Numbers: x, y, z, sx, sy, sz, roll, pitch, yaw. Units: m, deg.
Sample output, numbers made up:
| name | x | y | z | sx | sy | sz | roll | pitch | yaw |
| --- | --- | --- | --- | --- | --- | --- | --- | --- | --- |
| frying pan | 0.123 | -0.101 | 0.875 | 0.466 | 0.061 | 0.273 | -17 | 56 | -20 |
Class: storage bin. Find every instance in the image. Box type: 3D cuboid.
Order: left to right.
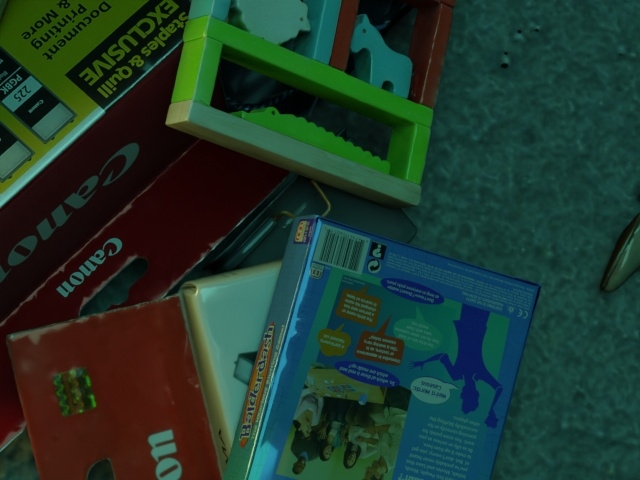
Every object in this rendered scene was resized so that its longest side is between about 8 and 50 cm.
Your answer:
| name | x | y | z | sx | sy | sz | roll | pitch | yaw |
| --- | --- | --- | --- | --- | --- | --- | --- | --- | --- |
| storage bin | 0.000 | 0.000 | 1.088 | 0.091 | 0.098 | 0.135 | 44 | 75 | -4 |

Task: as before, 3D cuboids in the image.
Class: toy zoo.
| name | x | y | z | sx | sy | sz | roll | pitch | yaw |
| --- | --- | --- | --- | --- | --- | --- | --- | --- | --- |
| toy zoo | 0.012 | -0.187 | 1.039 | 0.192 | 0.030 | 0.293 | 19 | 76 | -34 |

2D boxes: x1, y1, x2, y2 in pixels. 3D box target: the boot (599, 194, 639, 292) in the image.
| name | x | y | z | sx | sy | sz | roll | pitch | yaw |
| --- | --- | --- | --- | --- | --- | --- | --- | --- | --- |
| boot | 0.264 | 0.004 | 1.137 | 0.087 | 0.042 | 0.118 | 29 | 74 | 0 |

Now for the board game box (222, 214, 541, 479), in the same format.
| name | x | y | z | sx | sy | sz | roll | pitch | yaw |
| --- | --- | --- | --- | --- | --- | --- | --- | --- | --- |
| board game box | 0.034 | 0.106 | 0.969 | 0.160 | 0.047 | 0.210 | 18 | 84 | -18 |

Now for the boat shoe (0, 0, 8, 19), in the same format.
| name | x | y | z | sx | sy | sz | roll | pitch | yaw |
| --- | --- | --- | --- | --- | --- | --- | --- | --- | --- |
| boat shoe | -0.237 | -0.213 | 0.972 | 0.121 | 0.110 | 0.341 | 27 | 69 | 16 |

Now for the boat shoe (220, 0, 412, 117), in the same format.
| name | x | y | z | sx | sy | sz | roll | pitch | yaw |
| --- | --- | --- | --- | --- | --- | --- | --- | --- | --- |
| boat shoe | 0.013 | -0.189 | 1.138 | 0.109 | 0.089 | 0.258 | 40 | 75 | 5 |

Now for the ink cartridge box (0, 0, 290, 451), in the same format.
| name | x | y | z | sx | sy | sz | roll | pitch | yaw |
| --- | --- | --- | --- | --- | --- | --- | --- | --- | --- |
| ink cartridge box | -0.217 | -0.055 | 1.031 | 0.272 | 0.130 | 0.309 | 40 | 74 | 18 |

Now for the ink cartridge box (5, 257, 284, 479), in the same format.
| name | x | y | z | sx | sy | sz | roll | pitch | yaw |
| --- | --- | --- | --- | --- | --- | --- | --- | --- | --- |
| ink cartridge box | -0.050 | 0.159 | 0.997 | 0.239 | 0.060 | 0.275 | -14 | 94 | -19 |
